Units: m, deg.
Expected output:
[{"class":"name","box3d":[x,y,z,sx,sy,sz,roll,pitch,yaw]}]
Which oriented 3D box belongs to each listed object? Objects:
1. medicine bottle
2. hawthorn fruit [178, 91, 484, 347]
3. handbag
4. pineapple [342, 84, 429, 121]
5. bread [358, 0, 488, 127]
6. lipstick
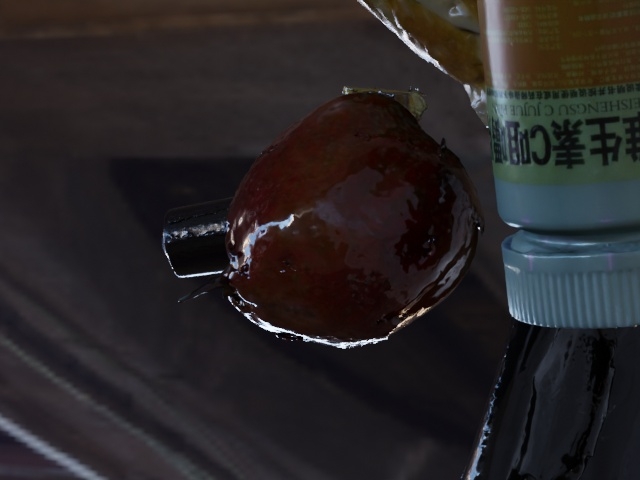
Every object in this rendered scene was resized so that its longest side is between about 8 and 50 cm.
[{"class":"medicine bottle","box3d":[0.188,-0.111,1.344,0.158,0.158,0.318,-23,-70,-59]},{"class":"hawthorn fruit","box3d":[0.000,0.000,1.469,0.235,0.181,0.181,-28,-56,-13]},{"class":"handbag","box3d":[0.220,0.140,1.654,0.244,0.088,0.275,23,-96,-44]},{"class":"pineapple","box3d":[0.089,-0.160,2.379,0.114,0.114,0.077,-23,-31,-41]},{"class":"bread","box3d":[0.181,-0.337,1.718,0.390,0.371,0.279,45,-131,1]},{"class":"lipstick","box3d":[-0.013,-0.019,2.025,0.081,0.299,0.081,-9,-90,-77]}]
